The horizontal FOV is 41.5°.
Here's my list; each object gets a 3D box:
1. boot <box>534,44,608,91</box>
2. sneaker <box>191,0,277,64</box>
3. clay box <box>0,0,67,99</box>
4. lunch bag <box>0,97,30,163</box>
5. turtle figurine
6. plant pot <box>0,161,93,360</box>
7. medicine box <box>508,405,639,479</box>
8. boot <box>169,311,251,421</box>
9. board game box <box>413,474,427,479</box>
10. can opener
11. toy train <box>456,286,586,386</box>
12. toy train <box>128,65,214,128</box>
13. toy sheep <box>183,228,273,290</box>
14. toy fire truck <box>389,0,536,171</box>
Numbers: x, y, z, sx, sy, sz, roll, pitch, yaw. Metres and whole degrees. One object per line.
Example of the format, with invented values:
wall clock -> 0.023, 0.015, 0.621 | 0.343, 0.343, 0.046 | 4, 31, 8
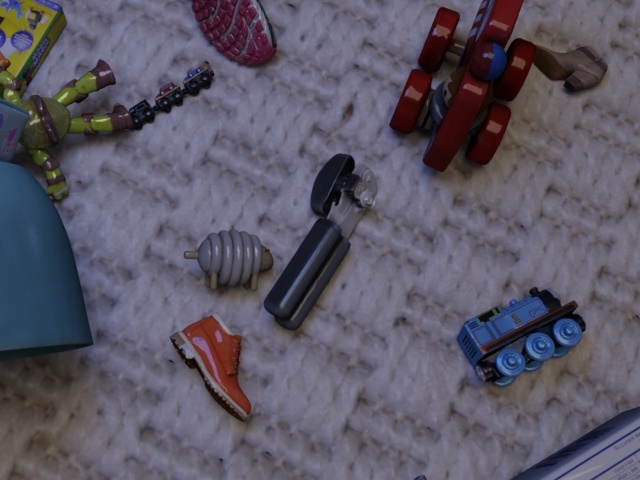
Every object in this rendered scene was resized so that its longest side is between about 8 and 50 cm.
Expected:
boot -> 0.417, -0.299, 1.407 | 0.087, 0.042, 0.118 | -38, 80, -23
sneaker -> -0.151, -0.419, 1.350 | 0.112, 0.121, 0.299 | -25, 82, -45
clay box -> -0.501, -0.286, 1.296 | 0.127, 0.053, 0.222 | 23, 70, 2
lunch bag -> -0.523, -0.173, 1.071 | 0.279, 0.224, 0.108 | 22, 86, 7
turtle figurine -> -0.399, -0.188, 1.227 | 0.217, 0.087, 0.269 | -27, 96, -22
plant pot -> -0.444, 0.033, 1.045 | 0.293, 0.293, 0.235 | -7, 83, -8
medicine box -> 0.407, 0.403, 1.105 | 0.263, 0.149, 0.289 | -26, 76, -14
boot -> -0.131, 0.174, 1.178 | 0.084, 0.059, 0.158 | -33, 76, -20
board game box -> 0.104, 0.417, 1.116 | 0.194, 0.060, 0.194 | -7, 71, -8
can opener -> 0.000, 0.000, 1.252 | 0.093, 0.074, 0.280 | 13, 64, 35
toy train -> 0.292, 0.135, 1.224 | 0.184, 0.080, 0.105 | -25, 70, -13
toy train -> -0.235, -0.226, 1.319 | 0.158, 0.027, 0.036 | -35, 67, -15
toy sheep -> -0.130, 0.027, 1.212 | 0.132, 0.091, 0.091 | 3, 70, -24
toy fire truck -> 0.231, -0.265, 1.258 | 0.169, 0.254, 0.302 | 23, 70, 2
